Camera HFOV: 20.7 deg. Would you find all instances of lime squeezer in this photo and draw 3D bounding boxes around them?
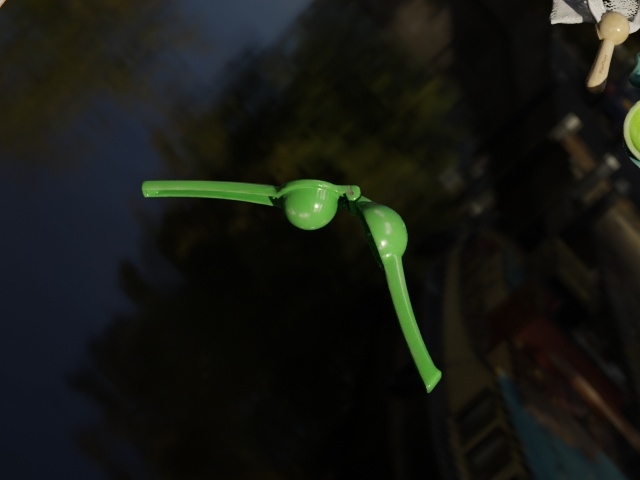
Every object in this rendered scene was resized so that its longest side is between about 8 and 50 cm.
[{"bbox_3d":[0.000,0.000,1.466,0.310,0.110,0.059,34,-3,19],"label":"lime squeezer"}]

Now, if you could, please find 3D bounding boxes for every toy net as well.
[{"bbox_3d":[0.267,-0.156,1.422,0.045,0.122,0.232,74,-7,-64],"label":"toy net"}]

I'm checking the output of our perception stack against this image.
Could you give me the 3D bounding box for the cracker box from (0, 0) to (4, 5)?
[{"bbox_3d":[-0.229,-0.168,0.701,0.155,0.067,0.232,29,-16,17],"label":"cracker box"}]
